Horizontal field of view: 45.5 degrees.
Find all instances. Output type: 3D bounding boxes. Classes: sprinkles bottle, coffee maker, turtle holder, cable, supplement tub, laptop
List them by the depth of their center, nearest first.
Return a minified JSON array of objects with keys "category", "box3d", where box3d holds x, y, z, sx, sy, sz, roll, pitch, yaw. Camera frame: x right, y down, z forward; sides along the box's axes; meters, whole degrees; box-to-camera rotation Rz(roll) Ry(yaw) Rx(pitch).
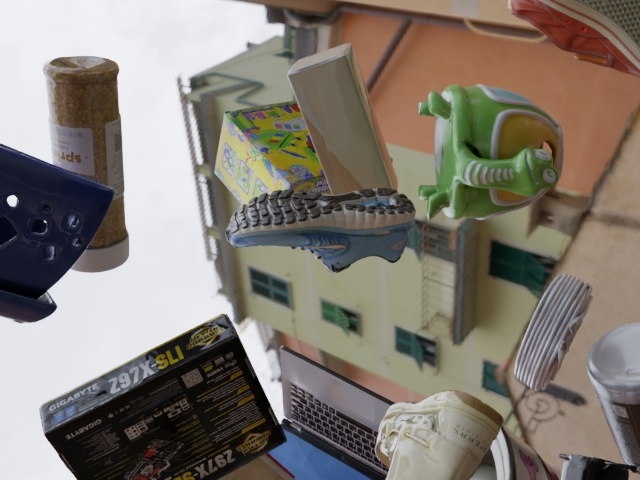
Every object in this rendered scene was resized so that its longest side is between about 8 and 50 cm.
[{"category":"sprinkles bottle","box3d":[-0.391,-0.125,1.290,0.121,0.121,0.355,-28,-50,-48]},{"category":"turtle holder","box3d":[0.293,-0.160,1.304,0.320,0.228,0.243,87,-177,-78]},{"category":"coffee maker","box3d":[0.482,0.483,1.372,0.171,0.120,0.178,71,-148,-71]},{"category":"supplement tub","box3d":[0.703,0.355,1.596,0.207,0.207,0.338,-45,-61,-35]},{"category":"cable","box3d":[0.489,0.195,1.611,0.257,0.089,0.257,-44,-28,-45]},{"category":"laptop","box3d":[0.004,0.524,1.754,0.236,0.382,0.407,-42,-36,-40]}]

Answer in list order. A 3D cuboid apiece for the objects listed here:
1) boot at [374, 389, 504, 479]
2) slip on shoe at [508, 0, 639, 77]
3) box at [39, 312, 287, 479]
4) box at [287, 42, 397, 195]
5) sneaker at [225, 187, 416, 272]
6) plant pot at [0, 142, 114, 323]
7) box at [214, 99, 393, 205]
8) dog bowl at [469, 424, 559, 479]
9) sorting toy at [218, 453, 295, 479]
[{"category":"boot","box3d":[0.095,0.289,0.864,0.203,0.095,0.262,-59,5,-27]},{"category":"slip on shoe","box3d":[0.422,-0.304,1.118,0.123,0.331,0.101,-61,2,-25]},{"category":"box","box3d":[-0.242,0.296,1.230,0.322,0.079,0.257,-27,-55,-10]},{"category":"box","box3d":[0.051,-0.221,1.529,0.148,0.121,0.311,-72,-37,-66]},{"category":"sneaker","box3d":[0.000,0.000,0.655,0.063,0.162,0.073,-93,3,-61]},{"category":"plant pot","box3d":[-0.445,-0.024,1.029,0.236,0.236,0.212,22,-90,-31]},{"category":"box","box3d":[-0.044,-0.174,1.771,0.290,0.279,0.177,-16,-41,-34]},{"category":"dog bowl","box3d":[0.230,0.479,1.219,0.150,0.408,0.407,28,-101,-13]},{"category":"sorting toy","box3d":[-0.206,0.497,1.566,0.257,0.255,0.089,-49,1,15]}]
